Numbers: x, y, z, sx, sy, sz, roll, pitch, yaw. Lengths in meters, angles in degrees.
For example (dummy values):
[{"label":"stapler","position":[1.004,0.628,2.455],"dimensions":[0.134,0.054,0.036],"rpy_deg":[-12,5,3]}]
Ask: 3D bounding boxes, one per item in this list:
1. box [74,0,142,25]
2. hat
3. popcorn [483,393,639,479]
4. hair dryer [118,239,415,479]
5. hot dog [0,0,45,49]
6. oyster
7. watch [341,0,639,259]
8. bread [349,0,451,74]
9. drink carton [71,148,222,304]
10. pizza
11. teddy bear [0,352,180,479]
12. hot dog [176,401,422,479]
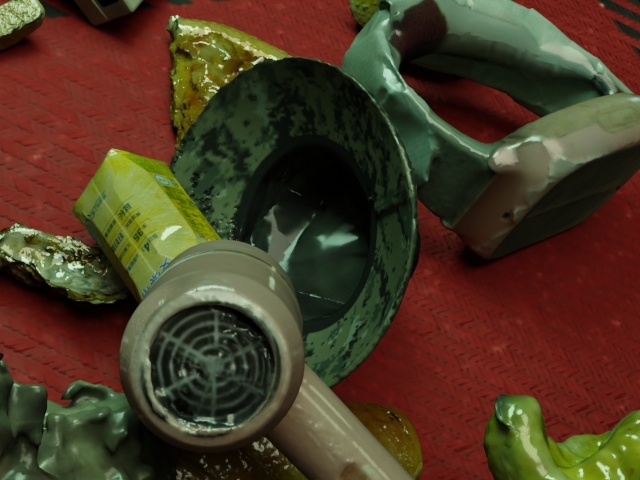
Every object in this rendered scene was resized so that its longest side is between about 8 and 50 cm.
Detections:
[{"label":"box","position":[-0.214,-0.316,1.052],"dimensions":[0.201,0.058,0.141],"rpy_deg":[54,44,-30]},{"label":"hat","position":[0.000,0.000,0.907],"dimensions":[0.128,0.265,0.266],"rpy_deg":[17,43,-49]},{"label":"popcorn","position":[0.244,0.206,0.772],"dimensions":[0.325,0.290,0.321],"rpy_deg":[19,39,-5]},{"label":"hair dryer","position":[0.022,0.143,0.725],"dimensions":[0.107,0.189,0.344],"rpy_deg":[-45,96,2]},{"label":"hot dog","position":[-0.283,-0.183,1.014],"dimensions":[0.090,0.034,0.030],"rpy_deg":[-30,80,-15]},{"label":"oyster","position":[-0.206,0.019,0.894],"dimensions":[0.132,0.029,0.086],"rpy_deg":[28,26,18]},{"label":"watch","position":[0.146,-0.123,1.040],"dimensions":[0.253,0.162,0.241],"rpy_deg":[-18,65,-38]},{"label":"bread","position":[0.105,-0.228,1.173],"dimensions":[0.156,0.064,0.117],"rpy_deg":[14,47,-9]},{"label":"drink carton","position":[-0.107,0.021,0.860],"dimensions":[0.074,0.084,0.200],"rpy_deg":[16,27,-51]},{"label":"pizza","position":[-0.056,-0.097,1.018],"dimensions":[0.292,0.058,0.197],"rpy_deg":[45,53,15]},{"label":"teddy bear","position":[-0.082,0.245,0.664],"dimensions":[0.367,0.224,0.357],"rpy_deg":[0,65,-27]},{"label":"hot dog","position":[-0.055,0.165,0.827],"dimensions":[0.285,0.061,0.088],"rpy_deg":[-9,70,-25]}]
